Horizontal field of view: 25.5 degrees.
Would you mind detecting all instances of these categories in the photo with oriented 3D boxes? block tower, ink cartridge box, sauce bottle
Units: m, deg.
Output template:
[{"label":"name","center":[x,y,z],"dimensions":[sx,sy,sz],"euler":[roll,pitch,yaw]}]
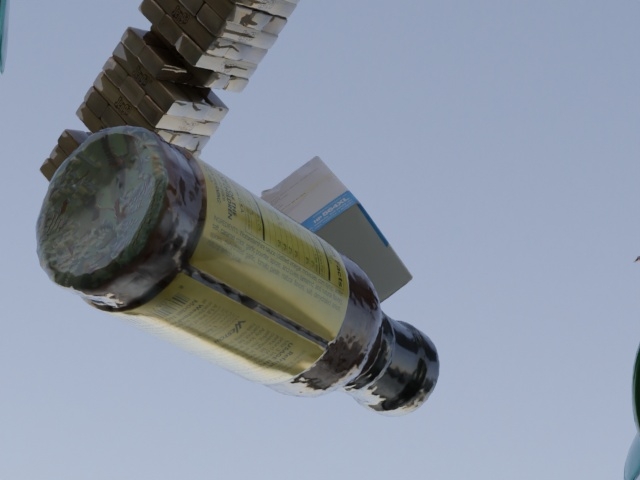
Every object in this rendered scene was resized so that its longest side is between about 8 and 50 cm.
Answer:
[{"label":"block tower","center":[-0.125,-0.165,1.294],"dimensions":[0.097,0.091,0.335],"euler":[46,-68,24]},{"label":"ink cartridge box","center":[0.000,0.000,1.211],"dimensions":[0.090,0.143,0.092],"euler":[-36,-63,0]},{"label":"sauce bottle","center":[-0.035,0.041,0.926],"dimensions":[0.111,0.111,0.344],"euler":[-26,-35,22]}]

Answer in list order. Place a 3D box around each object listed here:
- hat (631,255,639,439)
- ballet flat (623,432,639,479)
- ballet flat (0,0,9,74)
[{"label":"hat","center":[0.288,0.074,0.845],"dimensions":[0.173,0.183,0.209],"euler":[-31,-98,27]},{"label":"ballet flat","center":[0.385,0.256,1.508],"dimensions":[0.106,0.316,0.108],"euler":[34,-77,8]},{"label":"ballet flat","center":[-0.289,-0.219,1.189],"dimensions":[0.067,0.206,0.073],"euler":[4,-42,-4]}]
